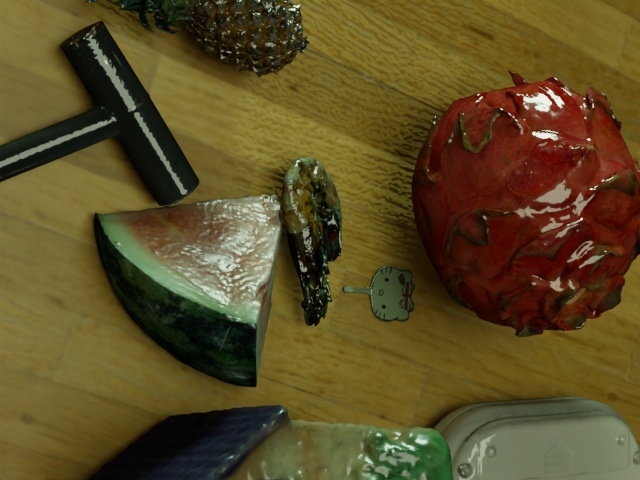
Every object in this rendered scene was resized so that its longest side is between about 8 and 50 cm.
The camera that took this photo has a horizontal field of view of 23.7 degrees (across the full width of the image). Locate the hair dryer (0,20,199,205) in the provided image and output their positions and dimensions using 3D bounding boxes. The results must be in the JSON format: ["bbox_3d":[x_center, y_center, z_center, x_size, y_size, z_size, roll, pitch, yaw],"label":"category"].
[{"bbox_3d":[-0.223,-0.069,1.337,0.195,0.050,0.173,-38,106,-19],"label":"hair dryer"}]

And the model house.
[{"bbox_3d":[-0.068,0.300,1.308,0.280,0.245,0.312,12,78,-35],"label":"model house"}]

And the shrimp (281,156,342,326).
[{"bbox_3d":[0.000,0.000,1.452,0.091,0.034,0.161,-14,100,-53],"label":"shrimp"}]

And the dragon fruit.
[{"bbox_3d":[0.200,-0.031,1.467,0.241,0.241,0.252,-39,93,-23],"label":"dragon fruit"}]

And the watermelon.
[{"bbox_3d":[-0.115,0.038,1.397,0.207,0.136,0.202,39,30,3],"label":"watermelon"}]

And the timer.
[{"bbox_3d":[0.219,0.282,1.557,0.262,0.087,0.237,-1,91,-28],"label":"timer"}]

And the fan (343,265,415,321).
[{"bbox_3d":[0.059,0.052,1.512,0.083,0.004,0.056,5,89,-29],"label":"fan"}]

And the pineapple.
[{"bbox_3d":[-0.101,-0.219,1.376,0.221,0.083,0.103,23,95,-27],"label":"pineapple"}]
